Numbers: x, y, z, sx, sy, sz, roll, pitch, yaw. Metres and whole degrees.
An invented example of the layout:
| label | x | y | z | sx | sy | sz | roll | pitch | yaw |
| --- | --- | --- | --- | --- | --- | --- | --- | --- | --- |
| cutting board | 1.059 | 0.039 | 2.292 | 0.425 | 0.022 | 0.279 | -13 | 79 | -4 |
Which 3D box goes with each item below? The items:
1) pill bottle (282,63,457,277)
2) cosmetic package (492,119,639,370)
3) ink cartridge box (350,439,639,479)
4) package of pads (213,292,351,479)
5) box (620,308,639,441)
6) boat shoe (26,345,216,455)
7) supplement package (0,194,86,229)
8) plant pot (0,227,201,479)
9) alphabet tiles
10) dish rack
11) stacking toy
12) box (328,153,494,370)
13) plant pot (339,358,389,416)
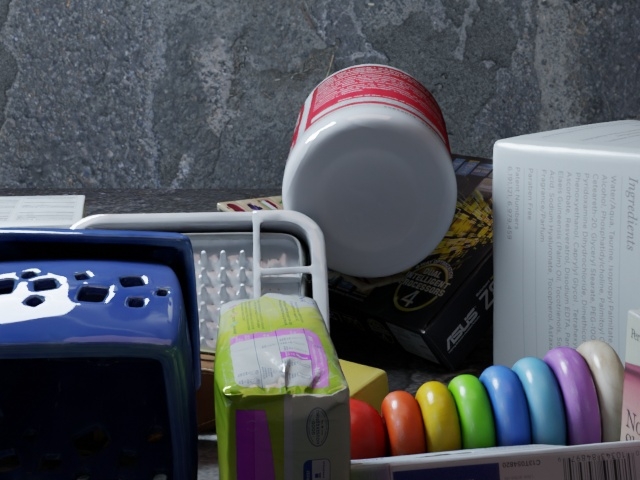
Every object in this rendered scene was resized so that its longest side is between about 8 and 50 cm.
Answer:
| label | x | y | z | sx | sy | sz | roll | pitch | yaw |
| --- | --- | --- | --- | --- | --- | --- | --- | --- | --- |
| pill bottle | 0.071 | -0.122 | 1.722 | 0.229 | 0.229 | 0.407 | 0 | 21 | 3 |
| cosmetic package | 0.466 | 0.028 | 1.524 | 0.329 | 0.327 | 0.394 | -11 | 14 | -42 |
| ink cartridge box | 0.137 | 0.207 | 1.057 | 0.223 | 0.045 | 0.224 | -3 | -9 | -12 |
| package of pads | -0.037 | 0.180 | 1.015 | 0.101 | 0.229 | 0.296 | -1 | 10 | -5 |
| box | 0.334 | 0.179 | 0.988 | 0.127 | 0.232 | 0.148 | -3 | 11 | -16 |
| boat shoe | -0.228 | 0.191 | 1.324 | 0.307 | 0.110 | 0.104 | -10 | 14 | 3 |
| supplement package | -0.441 | 0.051 | 1.772 | 0.198 | 0.199 | 0.262 | -2 | 11 | -9 |
| plant pot | -0.229 | 0.118 | 1.158 | 0.236 | 0.236 | 0.212 | 1 | 38 | 2 |
| alphabet tiles | 0.000 | 0.000 | 1.686 | 0.237 | 0.009 | 0.198 | 34 | 22 | 26 |
| dish rack | -0.157 | 0.101 | 1.486 | 0.333 | 0.285 | 0.072 | -1 | -29 | -3 |
| stacking toy | 0.146 | 0.188 | 1.248 | 0.330 | 0.141 | 0.141 | -6 | 11 | -4 |
| box | 0.154 | 0.011 | 1.805 | 0.318 | 0.097 | 0.395 | -45 | 29 | -17 |
| plant pot | 0.023 | 0.192 | 1.356 | 0.081 | 0.081 | 0.083 | 9 | 27 | 41 |
